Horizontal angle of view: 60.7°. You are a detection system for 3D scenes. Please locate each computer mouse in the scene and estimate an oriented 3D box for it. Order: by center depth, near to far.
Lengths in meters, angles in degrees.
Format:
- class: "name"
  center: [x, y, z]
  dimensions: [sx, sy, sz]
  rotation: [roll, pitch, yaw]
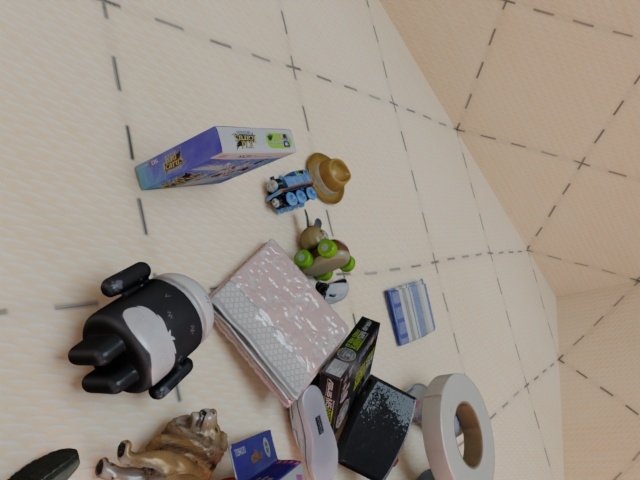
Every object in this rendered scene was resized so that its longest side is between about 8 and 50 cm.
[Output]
- class: "computer mouse"
  center: [0.039, 0.155, 1.616]
  dimensions: [0.193, 0.042, 0.106]
  rotation: [-15, 122, -57]

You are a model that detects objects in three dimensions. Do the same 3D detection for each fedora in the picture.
- class: "fedora"
  center: [0.041, -0.213, 1.786]
  dimensions: [0.194, 0.079, 0.194]
  rotation: [28, 53, -46]

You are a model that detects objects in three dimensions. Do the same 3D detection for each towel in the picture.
- class: "towel"
  center: [-0.098, 0.191, 1.369]
  dimensions: [0.332, 0.053, 0.317]
  rotation: [51, 39, -5]
- class: "towel"
  center: [0.333, 0.259, 2.010]
  dimensions: [0.285, 0.034, 0.209]
  rotation: [-8, 83, -53]

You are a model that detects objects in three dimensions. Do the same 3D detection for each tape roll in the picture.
- class: "tape roll"
  center: [0.451, 0.627, 1.767]
  dimensions: [0.392, 0.072, 0.392]
  rotation: [28, 53, -44]

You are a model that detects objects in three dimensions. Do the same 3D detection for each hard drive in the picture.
- class: "hard drive"
  center: [0.158, 0.516, 1.497]
  dimensions: [0.172, 0.054, 0.255]
  rotation: [29, 72, -3]

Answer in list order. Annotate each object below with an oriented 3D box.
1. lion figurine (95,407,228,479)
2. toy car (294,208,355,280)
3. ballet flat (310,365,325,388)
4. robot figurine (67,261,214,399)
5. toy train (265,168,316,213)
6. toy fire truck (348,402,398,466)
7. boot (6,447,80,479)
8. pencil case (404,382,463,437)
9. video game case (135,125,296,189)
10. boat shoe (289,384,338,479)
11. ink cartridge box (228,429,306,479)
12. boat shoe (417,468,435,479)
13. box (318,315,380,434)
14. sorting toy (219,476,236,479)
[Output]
- class: "lion figurine"
  center: [-0.246, 0.466, 0.946]
  dimensions: [0.240, 0.142, 0.392]
  rotation: [29, 26, -37]
- class: "toy car"
  center: [0.000, 0.000, 1.594]
  dimensions: [0.155, 0.149, 0.188]
  rotation: [37, 34, -55]
- class: "ballet flat"
  center: [-0.024, 0.318, 1.456]
  dimensions: [0.074, 0.074, 0.203]
  rotation: [-8, 85, -55]
- class: "robot figurine"
  center: [-0.327, 0.173, 1.031]
  dimensions: [0.173, 0.209, 0.278]
  rotation: [30, 35, 14]
- class: "toy train"
  center: [-0.087, -0.144, 1.586]
  dimensions: [0.184, 0.080, 0.105]
  rotation: [-22, 84, -53]
- class: "toy fire truck"
  center: [0.155, 0.555, 1.575]
  dimensions: [0.192, 0.135, 0.047]
  rotation: [25, 15, -2]
- class: "boot"
  center: [-0.447, 0.455, 0.830]
  dimensions: [0.246, 0.083, 0.161]
  rotation: [-45, 118, -46]
- class: "pencil case"
  center: [0.390, 0.584, 1.868]
  dimensions: [0.273, 0.113, 0.124]
  rotation: [40, 27, -38]
- class: "video game case"
  center: [-0.233, -0.182, 1.230]
  dimensions: [0.244, 0.269, 0.061]
  rotation: [-13, 87, -55]
- class: "boat shoe"
  center: [-0.023, 0.486, 1.372]
  dimensions: [0.095, 0.084, 0.258]
  rotation: [-6, 87, -42]
- class: "ink cartridge box"
  center: [-0.075, 0.562, 1.123]
  dimensions: [0.324, 0.071, 0.330]
  rotation: [56, 18, -74]
- class: "boat shoe"
  center: [0.322, 0.850, 1.654]
  dimensions: [0.367, 0.136, 0.156]
  rotation: [-17, 92, -65]
- class: "box"
  center: [0.074, 0.365, 1.486]
  dimensions: [0.270, 0.060, 0.216]
  rotation: [-42, 145, -53]
- class: "sorting toy"
  center: [-0.147, 0.674, 1.122]
  dimensions: [0.126, 0.127, 0.365]
  rotation: [42, 36, -69]
